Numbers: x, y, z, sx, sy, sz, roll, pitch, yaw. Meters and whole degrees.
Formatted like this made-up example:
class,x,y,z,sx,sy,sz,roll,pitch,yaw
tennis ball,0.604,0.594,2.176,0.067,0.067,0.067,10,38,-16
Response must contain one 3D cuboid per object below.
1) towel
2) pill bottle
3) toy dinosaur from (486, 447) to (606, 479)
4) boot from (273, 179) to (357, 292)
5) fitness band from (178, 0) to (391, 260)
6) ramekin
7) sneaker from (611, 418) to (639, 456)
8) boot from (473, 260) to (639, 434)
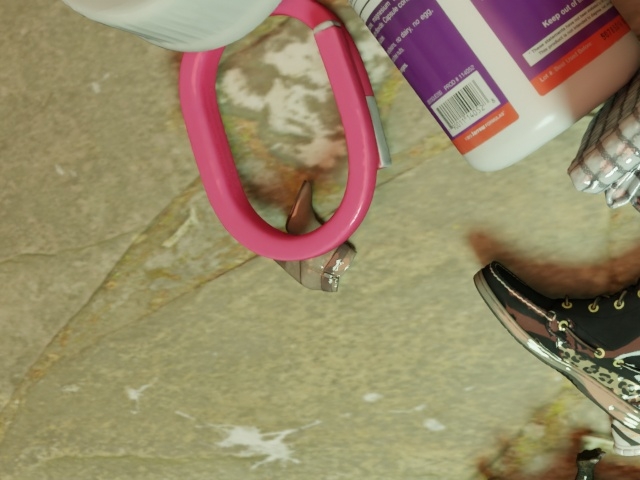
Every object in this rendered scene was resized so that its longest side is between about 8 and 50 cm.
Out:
class,x,y,z,sx,sy,sz,roll,pitch,yaw
towel,0.330,-0.121,0.664,0.121,0.284,0.235,43,118,3
pill bottle,0.124,-0.233,0.767,0.181,0.181,0.323,-36,91,27
toy dinosaur,0.265,0.326,0.925,0.314,0.121,0.160,-26,93,26
boot,0.000,0.000,0.975,0.087,0.042,0.118,23,115,6
fitness band,-0.044,-0.122,0.915,0.209,0.054,0.290,-17,88,25
ramekin,-0.161,-0.332,0.847,0.277,0.135,0.277,3,97,26
sneaker,0.355,0.195,0.892,0.109,0.040,0.043,-14,99,25
boot,0.291,0.058,0.854,0.236,0.085,0.178,41,111,7
